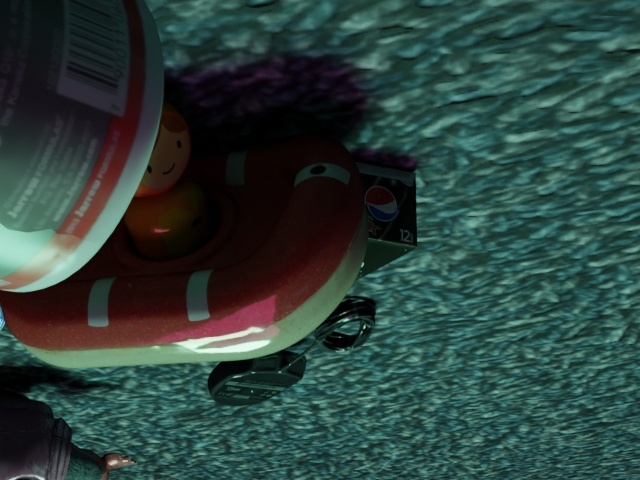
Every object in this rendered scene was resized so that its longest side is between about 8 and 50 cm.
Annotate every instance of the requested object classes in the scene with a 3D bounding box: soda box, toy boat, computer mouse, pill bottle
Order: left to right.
[{"bbox_3d":[-0.221,-0.083,0.630,0.283,0.161,0.161,18,154,-42],"label":"pill bottle"},{"bbox_3d":[-0.090,-0.021,0.893,0.231,0.151,0.151,-5,131,15],"label":"toy boat"},{"bbox_3d":[-0.027,0.094,1.342,0.071,0.041,0.242,12,151,-33],"label":"computer mouse"},{"bbox_3d":[0.000,0.000,1.032,0.060,0.053,0.169,9,159,-27],"label":"soda box"}]

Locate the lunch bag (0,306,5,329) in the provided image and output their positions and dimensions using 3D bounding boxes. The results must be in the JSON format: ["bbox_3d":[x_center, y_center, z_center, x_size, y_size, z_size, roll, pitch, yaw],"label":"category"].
[{"bbox_3d":[-0.342,0.079,1.073,0.219,0.090,0.176,-41,155,7],"label":"lunch bag"}]

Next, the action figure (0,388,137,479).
[{"bbox_3d":[-0.357,0.188,1.459,0.370,0.248,0.275,6,133,-15],"label":"action figure"}]
